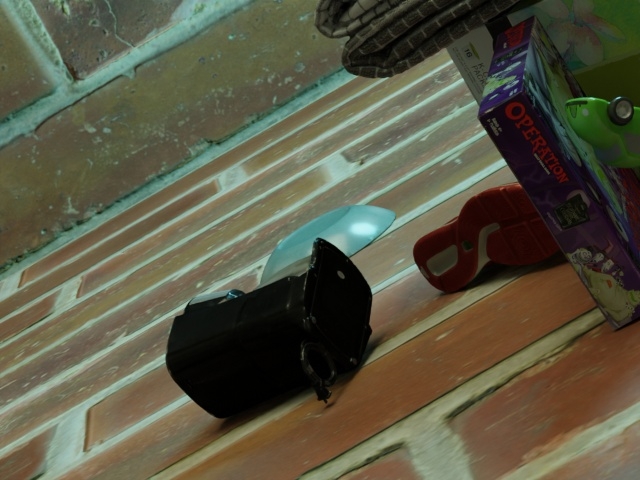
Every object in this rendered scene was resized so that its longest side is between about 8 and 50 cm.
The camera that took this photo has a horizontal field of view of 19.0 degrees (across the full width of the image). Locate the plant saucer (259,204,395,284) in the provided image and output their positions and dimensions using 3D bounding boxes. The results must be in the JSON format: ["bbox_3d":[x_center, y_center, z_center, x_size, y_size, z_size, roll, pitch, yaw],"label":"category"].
[{"bbox_3d":[0.000,0.000,2.352,0.195,0.037,0.195,-29,11,6],"label":"plant saucer"}]

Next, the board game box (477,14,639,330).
[{"bbox_3d":[0.215,-0.070,1.638,0.056,0.208,0.347,-27,12,15],"label":"board game box"}]

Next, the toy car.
[{"bbox_3d":[0.302,-0.075,1.581,0.225,0.053,0.239,10,-5,-22],"label":"toy car"}]

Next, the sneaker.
[{"bbox_3d":[0.191,-0.032,1.834,0.128,0.087,0.221,-39,11,-38],"label":"sneaker"}]

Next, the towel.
[{"bbox_3d":[0.142,-0.280,1.898,0.284,0.121,0.235,-31,9,18],"label":"towel"}]

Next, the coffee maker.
[{"bbox_3d":[-0.057,0.097,1.827,0.178,0.120,0.171,-24,13,31],"label":"coffee maker"}]

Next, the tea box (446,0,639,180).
[{"bbox_3d":[0.366,-0.222,1.901,0.329,0.220,0.323,-38,11,-31],"label":"tea box"}]
